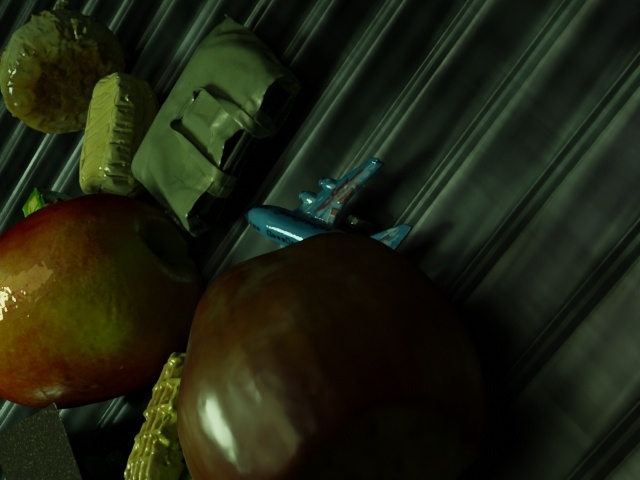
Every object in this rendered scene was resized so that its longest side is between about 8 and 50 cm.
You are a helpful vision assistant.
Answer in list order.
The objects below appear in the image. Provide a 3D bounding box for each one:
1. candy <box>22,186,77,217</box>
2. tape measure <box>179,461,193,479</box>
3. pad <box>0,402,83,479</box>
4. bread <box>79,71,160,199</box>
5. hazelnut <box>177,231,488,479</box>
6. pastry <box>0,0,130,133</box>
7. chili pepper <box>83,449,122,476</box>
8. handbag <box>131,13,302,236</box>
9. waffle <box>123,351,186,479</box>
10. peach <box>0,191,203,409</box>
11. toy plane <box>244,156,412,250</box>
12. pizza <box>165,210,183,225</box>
[{"bbox_3d":[-0.405,-0.021,1.559,0.062,0.195,0.097,-49,49,24],"label":"candy"},{"bbox_3d":[-0.131,0.379,1.236,0.178,0.087,0.154,-8,58,46],"label":"tape measure"},{"bbox_3d":[-0.464,0.405,1.518,0.330,0.004,0.220,-30,79,49],"label":"pad"},{"bbox_3d":[-0.353,-0.181,1.621,0.140,0.106,0.236,-16,65,49],"label":"bread"},{"bbox_3d":[0.000,0.176,1.008,0.366,0.366,0.365,-16,66,41],"label":"hazelnut"},{"bbox_3d":[-0.492,-0.321,1.716,0.257,0.236,0.121,-53,56,17],"label":"pastry"},{"bbox_3d":[-0.365,0.372,1.514,0.091,0.030,0.034,-20,38,37],"label":"chili pepper"},{"bbox_3d":[-0.169,-0.182,1.438,0.315,0.109,0.253,-56,42,7],"label":"handbag"},{"bbox_3d":[-0.225,0.264,1.343,0.160,0.055,0.210,-30,41,63],"label":"waffle"},{"bbox_3d":[-0.398,0.118,1.444,0.380,0.306,0.242,-39,46,23],"label":"peach"},{"bbox_3d":[0.000,0.000,1.218,0.271,0.105,0.254,23,93,47],"label":"toy plane"},{"bbox_3d":[-0.203,-0.068,1.501,0.100,0.029,0.099,32,92,43],"label":"pizza"}]
